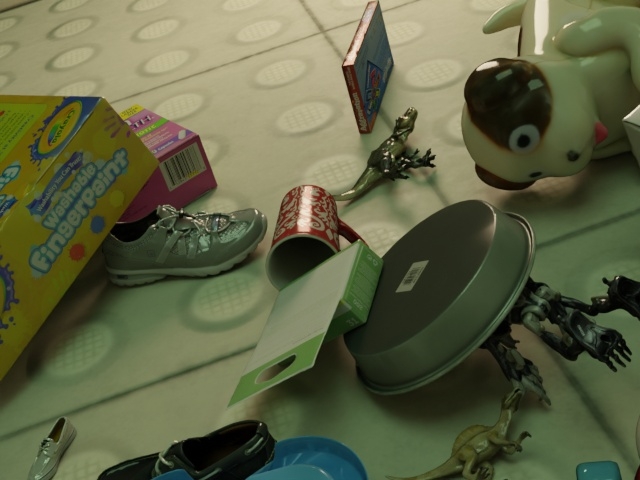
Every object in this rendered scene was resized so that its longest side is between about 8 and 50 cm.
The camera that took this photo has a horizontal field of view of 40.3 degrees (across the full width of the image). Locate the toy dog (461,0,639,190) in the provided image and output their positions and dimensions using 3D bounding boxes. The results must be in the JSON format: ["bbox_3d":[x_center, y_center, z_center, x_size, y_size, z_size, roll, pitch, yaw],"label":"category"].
[{"bbox_3d":[0.378,-0.260,1.339,0.395,0.285,0.408,28,60,25],"label":"toy dog"}]

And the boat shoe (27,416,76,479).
[{"bbox_3d":[-0.356,0.274,1.143,0.035,0.035,0.100,1,39,23],"label":"boat shoe"}]

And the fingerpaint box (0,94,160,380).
[{"bbox_3d":[-0.530,-0.020,1.392,0.371,0.163,0.445,8,57,40],"label":"fingerpaint box"}]

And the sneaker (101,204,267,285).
[{"bbox_3d":[-0.224,-0.007,1.400,0.281,0.115,0.105,-15,35,3],"label":"sneaker"}]

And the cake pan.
[{"bbox_3d":[0.136,0.060,1.093,0.293,0.054,0.293,-41,19,17],"label":"cake pan"}]

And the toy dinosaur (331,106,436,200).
[{"bbox_3d":[0.118,-0.132,1.483,0.118,0.064,0.268,10,45,43],"label":"toy dinosaur"}]

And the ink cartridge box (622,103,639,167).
[{"bbox_3d":[0.565,-0.160,1.120,0.306,0.226,0.131,-40,38,-3],"label":"ink cartridge box"}]

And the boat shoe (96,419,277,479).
[{"bbox_3d":[-0.165,0.266,1.042,0.232,0.079,0.084,-13,37,8],"label":"boat shoe"}]

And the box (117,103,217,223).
[{"bbox_3d":[-0.354,-0.131,1.621,0.213,0.117,0.243,-35,38,-23],"label":"box"}]

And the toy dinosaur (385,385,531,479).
[{"bbox_3d":[0.170,0.243,0.971,0.183,0.053,0.092,-36,27,-5],"label":"toy dinosaur"}]

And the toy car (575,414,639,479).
[{"bbox_3d":[0.340,0.215,0.762,0.219,0.238,0.210,-7,36,14],"label":"toy car"}]

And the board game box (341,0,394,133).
[{"bbox_3d":[0.096,-0.344,1.700,0.027,0.145,0.281,-5,36,20],"label":"board game box"}]

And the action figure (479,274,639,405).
[{"bbox_3d":[0.259,0.110,1.033,0.164,0.141,0.275,-47,18,-24],"label":"action figure"}]

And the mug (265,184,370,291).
[{"bbox_3d":[-0.008,0.005,1.332,0.113,0.150,0.169,-45,22,25],"label":"mug"}]

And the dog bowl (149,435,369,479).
[{"bbox_3d":[-0.084,0.317,0.941,0.297,0.074,0.166,-17,35,1],"label":"dog bowl"}]

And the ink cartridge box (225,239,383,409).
[{"bbox_3d":[-0.016,0.120,1.131,0.171,0.056,0.235,-33,24,37],"label":"ink cartridge box"}]
